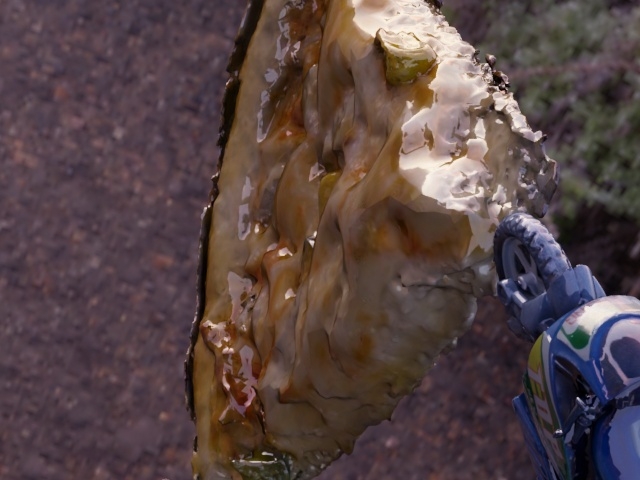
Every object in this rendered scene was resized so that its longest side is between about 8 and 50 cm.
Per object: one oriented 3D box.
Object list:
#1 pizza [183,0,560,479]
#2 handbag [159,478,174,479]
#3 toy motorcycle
[{"bbox_3d":[-0.012,-0.001,1.086,0.080,0.392,0.435,11,29,-22],"label":"pizza"},{"bbox_3d":[-0.118,0.194,0.467,0.152,0.342,0.288,57,0,2],"label":"handbag"},{"bbox_3d":[0.138,0.108,0.726,0.092,0.135,0.254,-19,95,-15],"label":"toy motorcycle"}]
